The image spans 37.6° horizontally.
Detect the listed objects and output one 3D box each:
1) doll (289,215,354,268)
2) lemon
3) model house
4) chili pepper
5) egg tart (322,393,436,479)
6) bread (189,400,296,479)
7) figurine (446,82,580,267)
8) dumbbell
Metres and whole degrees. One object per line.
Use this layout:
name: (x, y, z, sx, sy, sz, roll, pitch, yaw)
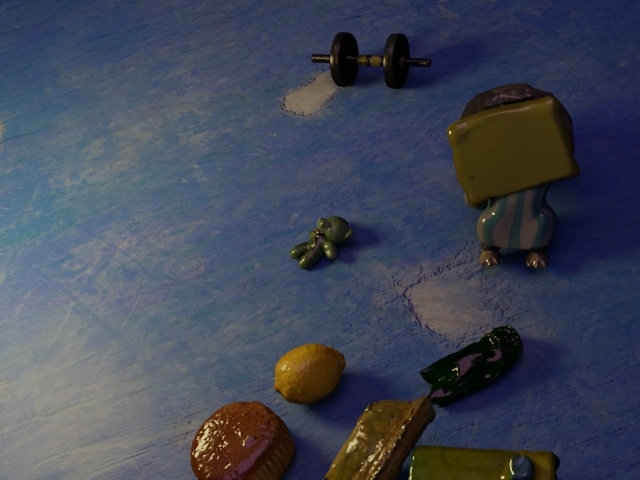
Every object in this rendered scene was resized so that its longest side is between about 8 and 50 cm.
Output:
doll: (0.000, 0.000, 2.126, 0.150, 0.077, 0.115, -41, 39, -4)
lemon: (-0.021, 0.263, 1.869, 0.155, 0.114, 0.114, -21, 47, -11)
model house: (0.273, 0.434, 1.512, 0.237, 0.303, 0.215, -1, 43, 18)
chili pepper: (0.293, 0.243, 1.824, 0.224, 0.061, 0.098, -29, 55, -11)
egg tart: (0.089, 0.374, 1.616, 0.115, 0.290, 0.290, 31, 62, 9)
bread: (-0.152, 0.400, 1.795, 0.199, 0.104, 0.199, -10, 46, 11)
figurine: (0.433, -0.169, 2.064, 0.266, 0.361, 0.378, 3, 17, 15)
dumbbell: (0.129, -0.467, 2.442, 0.325, 0.143, 0.143, 6, 52, 22)
